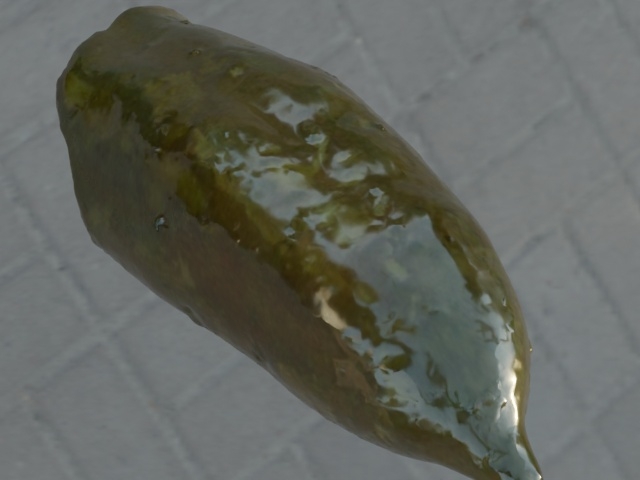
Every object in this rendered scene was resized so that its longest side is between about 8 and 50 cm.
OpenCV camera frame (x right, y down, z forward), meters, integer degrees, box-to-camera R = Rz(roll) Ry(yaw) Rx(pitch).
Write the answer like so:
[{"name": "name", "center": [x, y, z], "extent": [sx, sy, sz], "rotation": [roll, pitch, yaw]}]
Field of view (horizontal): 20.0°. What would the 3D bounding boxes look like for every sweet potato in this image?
[{"name": "sweet potato", "center": [0.000, 0.000, 0.966], "extent": [0.158, 0.370, 0.158], "rotation": [-32, 141, -30]}]
